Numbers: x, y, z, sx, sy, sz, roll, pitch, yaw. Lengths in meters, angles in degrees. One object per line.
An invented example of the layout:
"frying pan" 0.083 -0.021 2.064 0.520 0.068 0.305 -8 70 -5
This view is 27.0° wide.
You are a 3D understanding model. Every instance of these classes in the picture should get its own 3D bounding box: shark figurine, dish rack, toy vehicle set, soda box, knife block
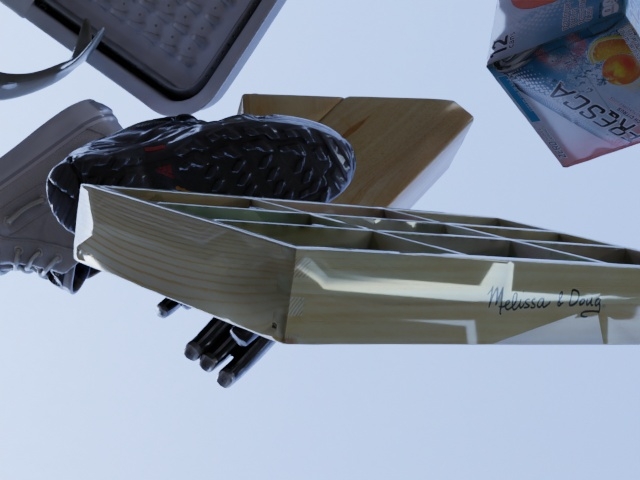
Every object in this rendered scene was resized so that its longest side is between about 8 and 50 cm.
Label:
"shark figurine" -0.353 -0.178 1.262 0.278 0.116 0.166 20 -93 2
"dish rack" -0.160 -0.300 1.352 0.333 0.072 0.285 36 -85 24
"toy vehicle set" 0.043 0.012 0.609 0.166 0.267 0.035 16 -80 51
"soda box" 0.116 -0.119 0.543 0.058 0.063 0.183 -19 -140 33
"knife block" 0.000 0.000 1.107 0.276 0.088 0.242 0 -117 -13

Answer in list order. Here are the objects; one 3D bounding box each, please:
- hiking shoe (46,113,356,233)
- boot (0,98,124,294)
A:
"hiking shoe" -0.087 -0.066 1.001 0.227 0.086 0.114 -4 -153 2
"boot" -0.256 0.001 1.144 0.258 0.095 0.123 -38 -100 6
